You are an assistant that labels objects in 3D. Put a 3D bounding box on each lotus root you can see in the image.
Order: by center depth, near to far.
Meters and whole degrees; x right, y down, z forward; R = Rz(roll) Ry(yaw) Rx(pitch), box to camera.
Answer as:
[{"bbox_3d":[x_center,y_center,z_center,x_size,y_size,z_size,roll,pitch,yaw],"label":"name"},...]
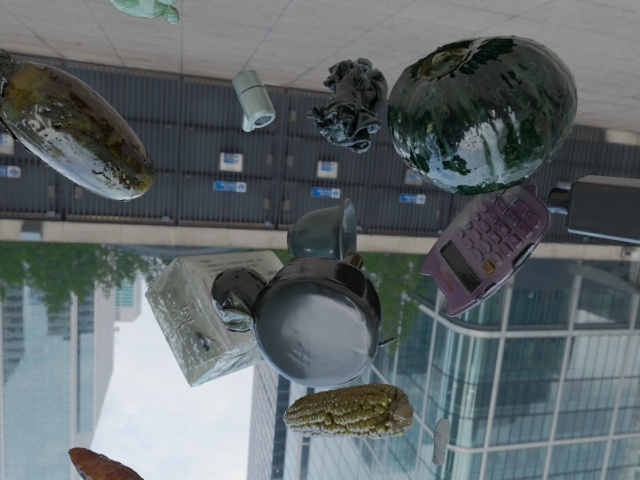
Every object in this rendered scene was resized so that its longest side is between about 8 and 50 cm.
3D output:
[{"bbox_3d":[-0.503,-0.225,1.018,0.195,0.179,0.397,4,153,32],"label":"lotus root"}]

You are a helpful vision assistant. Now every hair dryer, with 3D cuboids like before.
[{"bbox_3d":[-0.116,-0.216,0.829,0.047,0.082,0.137,-19,170,-17],"label":"hair dryer"}]

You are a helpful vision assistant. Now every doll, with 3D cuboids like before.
[{"bbox_3d":[-0.183,-0.279,0.479,0.115,0.078,0.150,28,172,-8],"label":"doll"}]

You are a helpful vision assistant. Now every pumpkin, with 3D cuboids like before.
[{"bbox_3d":[0.289,-0.198,0.816,0.293,0.263,0.197,-30,-152,-4],"label":"pumpkin"}]

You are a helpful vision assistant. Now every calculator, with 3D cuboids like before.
[{"bbox_3d":[0.330,0.006,0.979,0.043,0.294,0.194,21,-152,-32],"label":"calculator"}]

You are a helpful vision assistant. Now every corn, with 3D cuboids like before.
[{"bbox_3d":[0.038,0.309,0.874,0.097,0.097,0.320,-3,163,-38],"label":"corn"}]

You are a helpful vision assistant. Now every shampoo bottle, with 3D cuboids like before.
[{"bbox_3d":[0.448,-0.041,0.677,0.246,0.079,0.080,14,-158,41],"label":"shampoo bottle"}]

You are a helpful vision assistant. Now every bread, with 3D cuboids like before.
[{"bbox_3d":[-0.535,0.605,1.249,0.269,0.139,0.095,25,-122,32],"label":"bread"}]

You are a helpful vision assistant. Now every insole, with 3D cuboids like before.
[{"bbox_3d":[0.333,0.557,1.349,0.045,0.135,0.002,6,-178,4],"label":"insole"}]

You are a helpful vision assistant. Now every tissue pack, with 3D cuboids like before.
[{"bbox_3d":[-0.209,0.173,1.214,0.356,0.194,0.266,-2,-126,-58],"label":"tissue pack"}]

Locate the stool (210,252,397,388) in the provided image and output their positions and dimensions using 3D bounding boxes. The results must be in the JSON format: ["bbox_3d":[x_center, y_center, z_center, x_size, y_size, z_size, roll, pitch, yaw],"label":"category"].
[{"bbox_3d":[-0.016,0.079,0.630,0.228,0.153,0.139,36,-156,-6],"label":"stool"}]

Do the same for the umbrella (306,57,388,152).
[{"bbox_3d":[0.072,-0.321,1.059,0.143,0.094,0.349,28,-137,-9],"label":"umbrella"}]

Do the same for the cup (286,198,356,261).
[{"bbox_3d":[0.000,0.000,1.182,0.150,0.199,0.199,-1,-172,14],"label":"cup"}]
